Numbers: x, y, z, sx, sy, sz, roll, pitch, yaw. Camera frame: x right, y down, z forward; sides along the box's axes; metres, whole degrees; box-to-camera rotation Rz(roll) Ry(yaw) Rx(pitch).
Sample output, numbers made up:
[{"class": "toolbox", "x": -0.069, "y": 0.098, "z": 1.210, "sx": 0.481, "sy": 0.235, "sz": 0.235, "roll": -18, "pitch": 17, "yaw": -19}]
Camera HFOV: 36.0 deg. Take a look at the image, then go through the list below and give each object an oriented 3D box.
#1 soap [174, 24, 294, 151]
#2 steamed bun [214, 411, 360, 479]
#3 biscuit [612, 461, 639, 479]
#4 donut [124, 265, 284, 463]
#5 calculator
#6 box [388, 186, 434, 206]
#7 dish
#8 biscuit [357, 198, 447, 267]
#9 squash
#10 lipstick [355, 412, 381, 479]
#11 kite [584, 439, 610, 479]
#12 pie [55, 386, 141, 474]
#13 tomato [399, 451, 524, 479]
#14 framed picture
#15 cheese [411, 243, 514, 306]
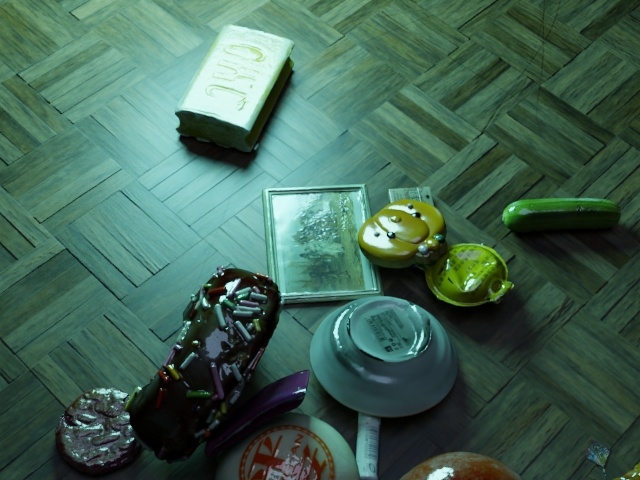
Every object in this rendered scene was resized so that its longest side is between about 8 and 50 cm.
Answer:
[{"class": "soap", "x": -0.173, "y": -0.320, "z": 2.049, "sx": 0.173, "sy": 0.089, "sz": 0.274, "roll": 15, "pitch": 54, "yaw": 9}, {"class": "steamed bun", "x": -0.051, "y": 0.369, "z": 1.529, "sx": 0.232, "sy": 0.145, "sz": 0.231, "roll": 1, "pitch": 54, "yaw": -2}, {"class": "biscuit", "x": 0.629, "y": 0.441, "z": 1.534, "sx": 0.318, "sy": 0.110, "sz": 0.312, "roll": -31, "pitch": 64, "yaw": -22}, {"class": "donut", "x": -0.179, "y": 0.180, "z": 1.582, "sx": 0.136, "sy": 0.259, "sz": 0.345, "roll": 32, "pitch": 56, "yaw": -9}, {"class": "calculator", "x": -0.099, "y": 0.265, "z": 1.532, "sx": 0.190, "sy": 0.126, "sz": 0.034, "roll": -32, "pitch": 98, "yaw": 6}, {"class": "box", "x": 0.177, "y": -0.077, "z": 1.931, "sx": 0.083, "sy": 0.024, "sz": 0.053, "roll": -6, "pitch": 55, "yaw": -5}, {"class": "dish", "x": 0.114, "y": 0.174, "z": 1.687, "sx": 0.260, "sy": 0.085, "sz": 0.260, "roll": 3, "pitch": 44, "yaw": -3}, {"class": "biscuit", "x": 0.158, "y": -0.016, "z": 1.826, "sx": 0.170, "sy": 0.050, "sz": 0.170, "roll": -7, "pitch": 42, "yaw": 6}, {"class": "squash", "x": 0.464, "y": -0.050, "z": 1.902, "sx": 0.229, "sy": 0.066, "sz": 0.066, "roll": -1, "pitch": 55, "yaw": -5}, {"class": "lipstick", "x": 0.079, "y": 0.334, "z": 1.625, "sx": 0.040, "sy": 0.040, "sz": 0.141, "roll": 4, "pitch": 54, "yaw": 0}, {"class": "kite", "x": 0.462, "y": 0.369, "z": 1.641, "sx": 0.044, "sy": 0.002, "sz": 0.078, "roll": 10, "pitch": 54, "yaw": 4}, {"class": "pie", "x": -0.363, "y": 0.312, "z": 1.622, "sx": 0.154, "sy": 0.036, "sz": 0.154, "roll": 1, "pitch": 53, "yaw": -2}, {"class": "tomato", "x": 0.205, "y": 0.437, "z": 1.433, "sx": 0.265, "sy": 0.265, "sz": 0.265, "roll": 1, "pitch": 55, "yaw": -2}, {"class": "framed picture", "x": 0.000, "y": 0.000, "z": 1.872, "sx": 0.217, "sy": 0.017, "sz": 0.274, "roll": -5, "pitch": 55, "yaw": -6}, {"class": "cheese", "x": 0.241, "y": 0.045, "z": 1.825, "sx": 0.250, "sy": 0.064, "sz": 0.156, "roll": 31, "pitch": 57, "yaw": 29}]
